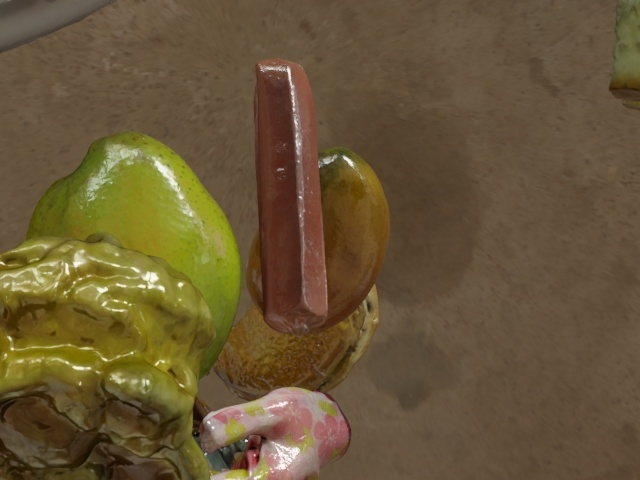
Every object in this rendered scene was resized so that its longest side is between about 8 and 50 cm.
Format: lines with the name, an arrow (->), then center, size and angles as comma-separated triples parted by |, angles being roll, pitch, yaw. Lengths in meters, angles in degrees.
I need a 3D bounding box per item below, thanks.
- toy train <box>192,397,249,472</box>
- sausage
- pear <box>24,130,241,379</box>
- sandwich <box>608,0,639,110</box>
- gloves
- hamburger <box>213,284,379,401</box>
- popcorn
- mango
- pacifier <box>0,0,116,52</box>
toy train -> -0.268, 0.325, 1.335 | 0.429, 0.249, 0.178 | -34, 115, -14
sausage -> -0.015, -0.021, 0.546 | 0.030, 0.035, 0.147 | 1, 69, -11
pear -> -0.164, 0.019, 0.958 | 0.188, 0.187, 0.219 | -14, 106, -1
sandwich -> 0.238, -0.139, 0.665 | 0.128, 0.236, 0.122 | 8, 94, 17
gloves -> -0.081, 0.221, 1.094 | 0.241, 0.145, 0.126 | -23, 87, -42
hamburger -> -0.021, 0.142, 1.571 | 0.156, 0.144, 0.283 | 46, 107, 18
popcorn -> -0.157, 0.087, 0.658 | 0.198, 0.155, 0.197 | 0, 142, 0
mango -> 0.004, 0.003, 1.243 | 0.152, 0.120, 0.221 | 15, 112, -33
pacifier -> -0.102, -0.188, 0.335 | 0.332, 0.220, 0.273 | -26, 108, -44
